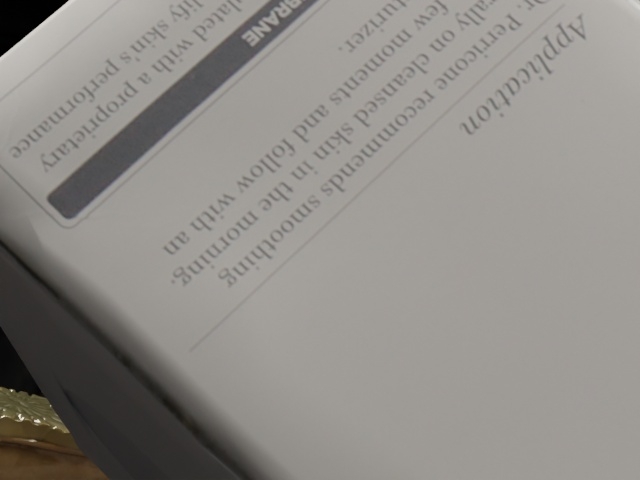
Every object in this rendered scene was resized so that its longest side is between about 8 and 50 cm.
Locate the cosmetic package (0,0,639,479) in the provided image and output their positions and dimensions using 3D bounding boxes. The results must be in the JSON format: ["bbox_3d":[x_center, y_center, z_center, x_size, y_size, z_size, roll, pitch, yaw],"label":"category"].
[{"bbox_3d":[0.044,0.050,0.442,0.138,0.224,0.224,-42,-18,-13],"label":"cosmetic package"}]

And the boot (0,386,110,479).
[{"bbox_3d":[-0.268,0.238,1.280,0.236,0.089,0.269,17,-84,-38],"label":"boot"}]
